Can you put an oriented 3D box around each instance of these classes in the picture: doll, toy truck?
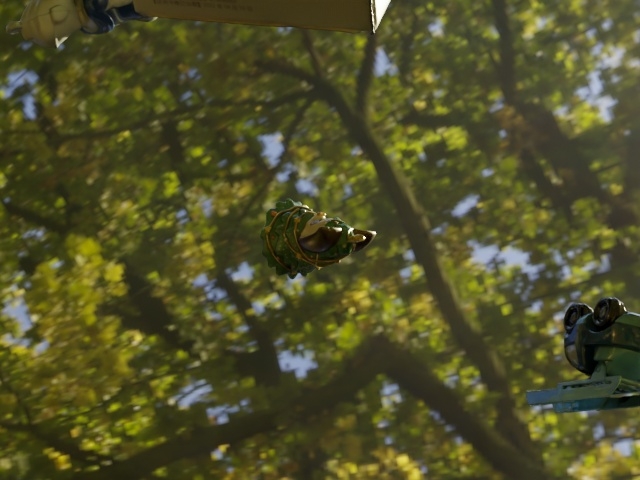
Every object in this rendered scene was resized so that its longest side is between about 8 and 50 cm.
[{"bbox_3d":[-0.004,0.010,1.366,0.078,0.113,0.076,6,-78,-45],"label":"doll"},{"bbox_3d":[0.203,0.088,1.042,0.063,0.136,0.074,17,-105,-17],"label":"toy truck"},{"bbox_3d":[-0.194,-0.233,1.353,0.227,0.114,0.057,-19,-89,-22],"label":"doll"}]

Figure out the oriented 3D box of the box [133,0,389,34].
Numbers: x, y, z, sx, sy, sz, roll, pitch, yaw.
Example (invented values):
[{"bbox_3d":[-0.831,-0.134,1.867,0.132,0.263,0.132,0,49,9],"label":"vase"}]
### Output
[{"bbox_3d":[-0.053,-0.305,0.992,0.106,0.200,0.299,-64,-26,-46],"label":"box"}]
